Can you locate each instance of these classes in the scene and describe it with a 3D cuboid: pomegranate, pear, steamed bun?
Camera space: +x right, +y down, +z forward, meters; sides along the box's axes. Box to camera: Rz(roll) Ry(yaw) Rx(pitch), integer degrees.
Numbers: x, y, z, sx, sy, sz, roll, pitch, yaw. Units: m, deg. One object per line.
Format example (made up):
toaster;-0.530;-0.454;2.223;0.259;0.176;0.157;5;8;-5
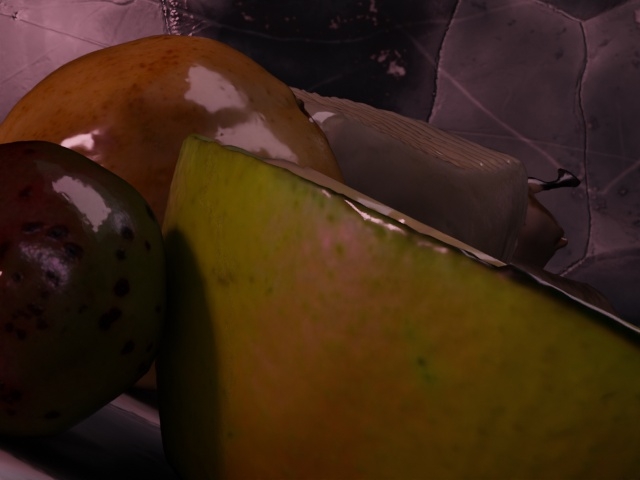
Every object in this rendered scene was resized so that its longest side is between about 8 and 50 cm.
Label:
pomegranate;-0.131;0.020;0.841;0.129;0.129;0.159;27;-6;-10
pear;0.080;0.101;0.887;0.399;0.165;0.399;27;1;-1
steamed bun;-0.003;0.004;1.538;0.247;0.236;0.383;17;7;30
pomegranate;-0.093;-0.020;1.154;0.233;0.233;0.233;27;1;-1

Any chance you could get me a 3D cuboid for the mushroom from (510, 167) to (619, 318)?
mushroom;0.154;0.043;1.970;0.362;0.294;0.362;25;1;-1
